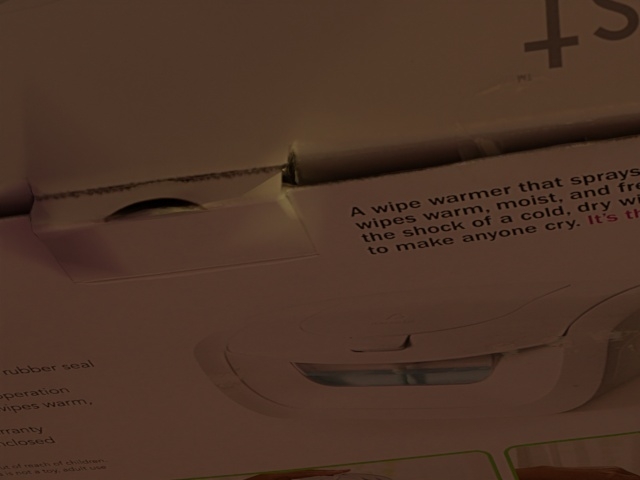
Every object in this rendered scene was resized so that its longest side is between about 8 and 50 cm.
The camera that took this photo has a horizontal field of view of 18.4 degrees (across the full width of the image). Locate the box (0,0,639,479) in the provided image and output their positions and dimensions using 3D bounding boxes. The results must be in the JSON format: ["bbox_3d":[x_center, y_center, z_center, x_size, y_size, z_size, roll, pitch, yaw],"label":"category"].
[{"bbox_3d":[0.000,0.000,0.478,0.231,0.262,0.127,62,25,-54],"label":"box"}]
